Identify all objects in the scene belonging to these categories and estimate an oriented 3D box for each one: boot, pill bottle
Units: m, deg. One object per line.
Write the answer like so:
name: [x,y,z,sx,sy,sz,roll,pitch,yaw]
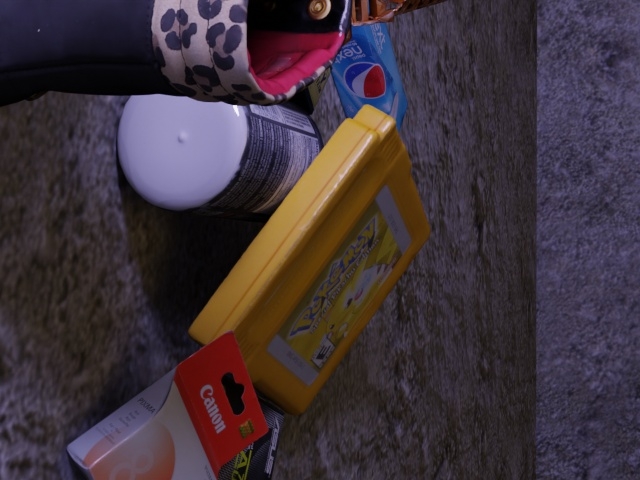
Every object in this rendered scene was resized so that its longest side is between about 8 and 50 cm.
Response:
boot: [-0.111,-0.198,0.737,0.377,0.284,0.138,-59,144,-49]
pill bottle: [-0.077,-0.083,1.041,0.246,0.130,0.130,7,86,-68]

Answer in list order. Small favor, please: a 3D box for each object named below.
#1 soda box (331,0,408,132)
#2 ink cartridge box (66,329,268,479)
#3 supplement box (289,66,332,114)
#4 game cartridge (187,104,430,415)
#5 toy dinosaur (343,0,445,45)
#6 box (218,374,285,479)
soda box: [0.058,-0.233,1.445,0.210,0.067,0.071,67,32,-45]
ink cartridge box: [-0.120,0.186,0.968,0.179,0.045,0.145,-34,131,-22]
supplement box: [-0.041,-0.183,1.181,0.056,0.083,0.083,72,28,-42]
game cartridge: [0.007,0.035,1.150,0.285,0.053,0.323,-54,160,-8]
toy dinosaur: [-0.029,-0.214,1.013,0.322,0.218,0.164,14,95,-26]
box: [-0.105,0.244,1.116,0.184,0.045,0.190,46,51,-57]
